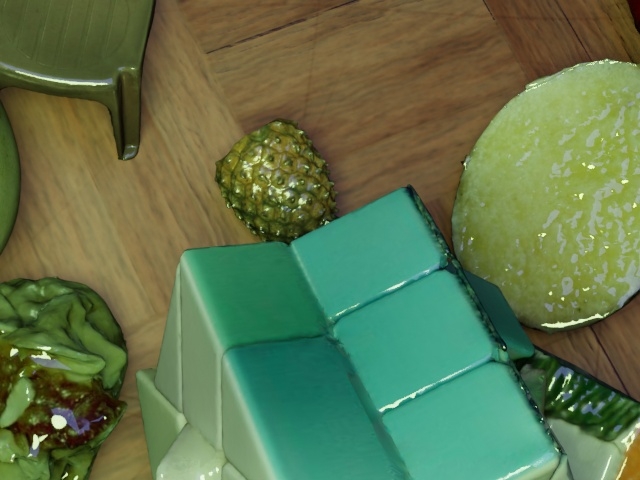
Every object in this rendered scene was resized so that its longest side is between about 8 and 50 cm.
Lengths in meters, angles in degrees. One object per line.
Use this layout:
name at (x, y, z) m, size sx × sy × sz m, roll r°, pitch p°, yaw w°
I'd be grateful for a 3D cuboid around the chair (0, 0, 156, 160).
chair at (-0.235, -0.232, 1.202) m, size 0.176 × 0.326 × 0.183 m, roll 8°, pitch 69°, yaw -6°

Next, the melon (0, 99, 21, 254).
melon at (-0.418, -0.084, 1.145) m, size 0.268 × 0.268 × 0.330 m, roll -29°, pitch 72°, yaw -19°

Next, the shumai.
shumai at (-0.272, 0.138, 1.127) m, size 0.189 × 0.218 × 0.255 m, roll 17°, pitch 72°, yaw -10°

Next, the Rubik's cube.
Rubik's cube at (0.036, 0.185, 1.005) m, size 0.358 × 0.368 × 0.387 m, roll -4°, pitch 46°, yaw -22°

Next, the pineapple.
pineapple at (0.000, 0.000, 1.284) m, size 0.125 × 0.125 × 0.251 m, roll -32°, pitch 86°, yaw -19°

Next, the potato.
potato at (0.268, -0.043, 1.344) m, size 0.239 × 0.116 × 0.299 m, roll 30°, pitch 84°, yaw 14°

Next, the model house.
model house at (0.239, 0.275, 1.214) m, size 0.271 × 0.190 × 0.300 m, roll 28°, pitch 84°, yaw -9°

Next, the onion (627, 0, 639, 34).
onion at (0.467, -0.281, 1.413) m, size 0.252 × 0.219 × 0.252 m, roll 4°, pitch 76°, yaw -17°
